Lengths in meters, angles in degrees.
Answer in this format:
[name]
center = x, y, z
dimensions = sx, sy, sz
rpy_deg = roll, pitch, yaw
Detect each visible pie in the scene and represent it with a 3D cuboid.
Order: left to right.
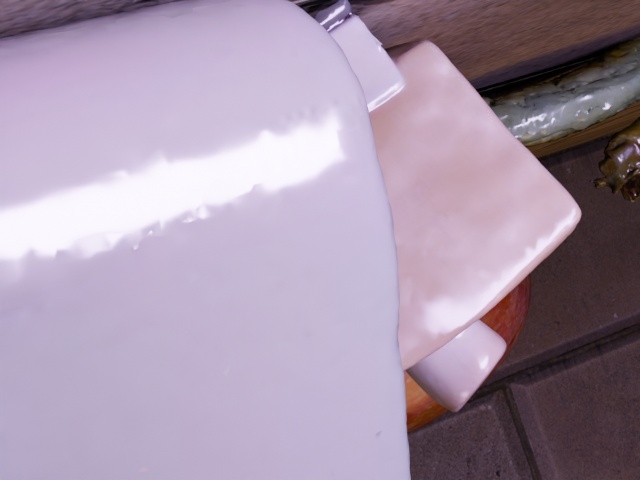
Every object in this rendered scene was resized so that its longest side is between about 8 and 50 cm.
[pie]
center = 0.138, -0.088, 1.001
dimensions = 0.240, 0.054, 0.240
rpy_deg = -19, 180, 0

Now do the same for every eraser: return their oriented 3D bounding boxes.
[eraser]
center = -0.110, 0.065, 0.479
dimensions = 0.150, 0.331, 0.331
rpy_deg = -20, 180, -32

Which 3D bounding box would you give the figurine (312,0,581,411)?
[figurine]
center = -0.002, -0.003, 0.563
dimensions = 0.162, 0.141, 0.236
rpy_deg = -40, -173, -19

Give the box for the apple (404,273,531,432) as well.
[apple]
center = 0.020, 0.018, 0.767
dimensions = 0.173, 0.188, 0.188
rpy_deg = -27, 177, 12

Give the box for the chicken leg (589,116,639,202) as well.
[chicken leg]
center = 0.281, -0.104, 0.921
dimensions = 0.227, 0.088, 0.103
rpy_deg = -43, -178, 19
